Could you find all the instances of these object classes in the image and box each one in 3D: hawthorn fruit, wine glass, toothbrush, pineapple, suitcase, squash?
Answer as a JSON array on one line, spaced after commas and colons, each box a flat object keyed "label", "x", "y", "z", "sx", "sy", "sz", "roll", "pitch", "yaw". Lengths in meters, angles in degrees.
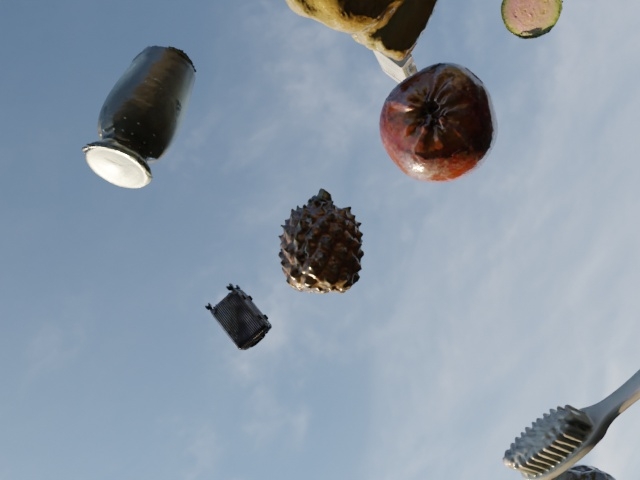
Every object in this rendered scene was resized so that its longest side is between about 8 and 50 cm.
[{"label": "hawthorn fruit", "x": 0.167, "y": -0.160, "z": 1.021, "sx": 0.173, "sy": 0.173, "sz": 0.173, "roll": -21, "pitch": -56, "yaw": -35}, {"label": "wine glass", "x": -0.253, "y": -0.178, "z": 1.032, "sx": 0.111, "sy": 0.111, "sz": 0.204, "roll": 52, "pitch": -136, "yaw": -45}, {"label": "toothbrush", "x": 0.201, "y": 0.023, "z": 0.344, "sx": 0.029, "sy": 0.025, "sz": 0.307, "roll": 26, "pitch": -63, "yaw": -32}, {"label": "pineapple", "x": 0.000, "y": 0.000, "z": 1.304, "sx": 0.166, "sy": 0.166, "sz": 0.193, "roll": 11, "pitch": -102, "yaw": -46}, {"label": "suitcase", "x": -0.166, "y": 0.160, "z": 1.494, "sx": 0.086, "sy": 0.126, "sz": 0.059, "roll": -43, "pitch": -15, "yaw": 8}, {"label": "squash", "x": 0.376, "y": -0.428, "z": 1.300, "sx": 0.132, "sy": 0.105, "sz": 0.105, "roll": -67, "pitch": -23, "yaw": -58}]

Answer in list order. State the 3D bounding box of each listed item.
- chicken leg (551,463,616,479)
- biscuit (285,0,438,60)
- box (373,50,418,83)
[{"label": "chicken leg", "x": 0.189, "y": 0.225, "z": 0.543, "sx": 0.198, "sy": 0.085, "sz": 0.069, "roll": -22, "pitch": -84, "yaw": -67}, {"label": "biscuit", "x": 0.026, "y": -0.280, "z": 0.614, "sx": 0.274, "sy": 0.091, "sz": 0.213, "roll": 3, "pitch": -75, "yaw": -46}, {"label": "box", "x": 0.153, "y": -0.356, "z": 1.456, "sx": 0.040, "sy": 0.084, "sz": 0.154, "roll": -53, "pitch": -16, "yaw": 5}]
